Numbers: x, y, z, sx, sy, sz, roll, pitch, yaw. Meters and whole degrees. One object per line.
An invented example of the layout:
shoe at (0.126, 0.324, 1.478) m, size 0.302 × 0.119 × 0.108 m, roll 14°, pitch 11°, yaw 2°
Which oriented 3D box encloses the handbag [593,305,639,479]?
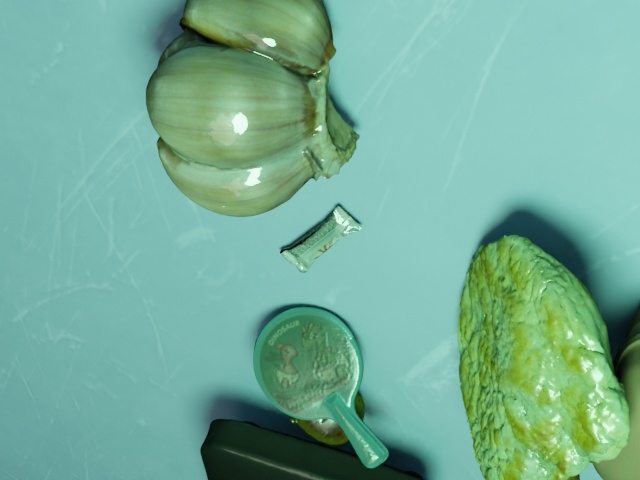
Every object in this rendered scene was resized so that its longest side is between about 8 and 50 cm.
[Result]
handbag at (0.412, 0.206, 1.428) m, size 0.302 × 0.149 × 0.283 m, roll 21°, pitch 135°, yaw 2°

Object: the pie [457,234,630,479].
pie at (0.201, 0.126, 1.406) m, size 0.105 × 0.257 × 0.274 m, roll -13°, pitch 147°, yaw -20°

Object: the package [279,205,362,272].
package at (0.000, 0.000, 1.513) m, size 0.037 × 0.015 × 0.110 m, roll 38°, pitch 137°, yaw -14°

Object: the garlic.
garlic at (-0.075, -0.132, 1.317) m, size 0.191 × 0.160 × 0.214 m, roll 5°, pitch 136°, yaw 14°

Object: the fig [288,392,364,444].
fig at (0.007, 0.199, 1.667) m, size 0.084 × 0.082 × 0.098 m, roll -5°, pitch 161°, yaw -10°

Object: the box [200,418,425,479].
box at (0.000, 0.323, 1.752) m, size 0.289 × 0.073 × 0.290 m, roll 15°, pitch 150°, yaw 13°

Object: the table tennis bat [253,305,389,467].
table tennis bat at (0.008, 0.165, 1.601) m, size 0.124 × 0.033 × 0.201 m, roll -37°, pitch 85°, yaw 16°
